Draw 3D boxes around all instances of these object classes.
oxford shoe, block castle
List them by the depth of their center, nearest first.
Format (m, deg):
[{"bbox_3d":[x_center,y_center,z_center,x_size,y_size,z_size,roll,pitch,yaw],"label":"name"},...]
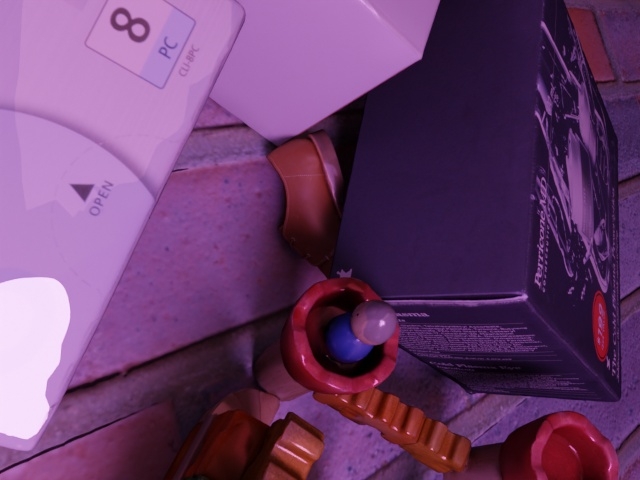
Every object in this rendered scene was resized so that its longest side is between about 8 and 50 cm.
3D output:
[{"bbox_3d":[0.014,0.271,0.362,0.303,0.213,0.453,32,58,-7],"label":"block castle"},{"bbox_3d":[0.000,0.000,0.580,0.076,0.076,0.212,-19,93,-9],"label":"oxford shoe"}]

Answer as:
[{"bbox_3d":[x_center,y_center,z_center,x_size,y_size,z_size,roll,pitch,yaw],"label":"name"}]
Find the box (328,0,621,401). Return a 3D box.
[{"bbox_3d":[0.190,-0.037,0.602,0.313,0.179,0.343,35,58,-44],"label":"box"}]

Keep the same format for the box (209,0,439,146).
[{"bbox_3d":[0.008,-0.302,0.562,0.168,0.215,0.345,35,60,-26],"label":"box"}]

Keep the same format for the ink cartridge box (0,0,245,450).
[{"bbox_3d":[-0.274,-0.093,0.302,0.385,0.091,0.308,27,83,-27],"label":"ink cartridge box"}]
